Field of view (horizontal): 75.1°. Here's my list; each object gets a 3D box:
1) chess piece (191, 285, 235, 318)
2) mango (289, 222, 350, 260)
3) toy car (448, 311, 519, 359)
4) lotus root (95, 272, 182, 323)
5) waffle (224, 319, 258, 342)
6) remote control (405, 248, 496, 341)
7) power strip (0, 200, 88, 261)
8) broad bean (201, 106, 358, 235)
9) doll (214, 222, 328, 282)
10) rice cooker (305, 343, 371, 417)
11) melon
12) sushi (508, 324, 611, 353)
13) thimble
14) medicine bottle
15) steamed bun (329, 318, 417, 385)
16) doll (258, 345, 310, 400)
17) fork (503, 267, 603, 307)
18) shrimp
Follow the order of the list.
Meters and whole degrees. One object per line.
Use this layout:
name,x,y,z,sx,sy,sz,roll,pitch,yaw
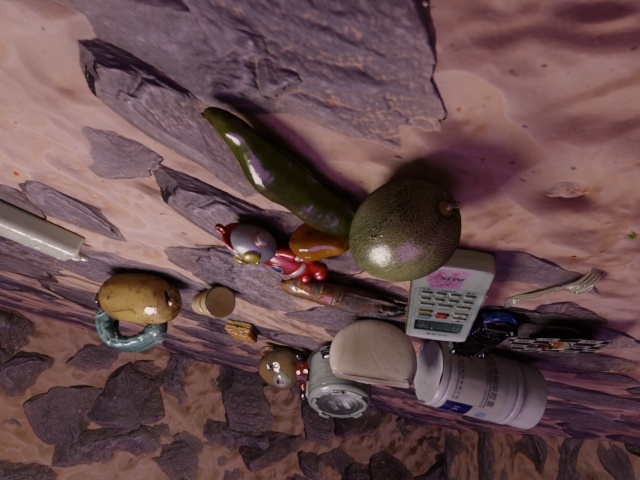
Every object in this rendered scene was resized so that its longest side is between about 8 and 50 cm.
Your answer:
chess piece,-0.331,0.183,1.241,0.094,0.094,0.170,30,157,-31
mango,0.000,0.000,0.723,0.114,0.080,0.061,2,138,35
toy car,0.389,0.225,1.008,0.103,0.063,0.216,12,139,-9
lotus root,-0.547,0.173,1.246,0.283,0.146,0.160,-3,130,16
waffle,-0.297,0.345,1.579,0.102,0.043,0.148,9,154,10
remote control,0.251,0.123,0.853,0.145,0.050,0.344,4,148,13
power strip,-0.730,-0.032,1.017,0.098,0.058,0.338,-15,142,42
broad bean,-0.034,-0.074,0.613,0.077,0.062,0.339,-22,138,38
doll,-0.100,0.024,0.826,0.244,0.076,0.142,26,154,-33
rice cooker,0.068,0.498,1.512,0.241,0.227,0.281,-16,130,18
melon,0.117,-0.014,0.577,0.139,0.139,0.192,24,150,-21
sushi,0.536,0.223,0.958,0.192,0.040,0.210,-4,157,24
thimble,-0.649,0.291,1.457,0.234,0.199,0.143,19,156,2
medicine bottle,0.459,0.414,1.206,0.331,0.190,0.190,16,154,-7
steamed bun,0.154,0.318,1.185,0.241,0.164,0.146,3,154,13
doll,-0.100,0.539,1.750,0.329,0.174,0.235,4,122,13
fork,0.424,0.101,0.786,0.033,0.029,0.219,16,153,-15
shrimp,0.053,0.139,1.005,0.316,0.062,0.164,14,172,-10
